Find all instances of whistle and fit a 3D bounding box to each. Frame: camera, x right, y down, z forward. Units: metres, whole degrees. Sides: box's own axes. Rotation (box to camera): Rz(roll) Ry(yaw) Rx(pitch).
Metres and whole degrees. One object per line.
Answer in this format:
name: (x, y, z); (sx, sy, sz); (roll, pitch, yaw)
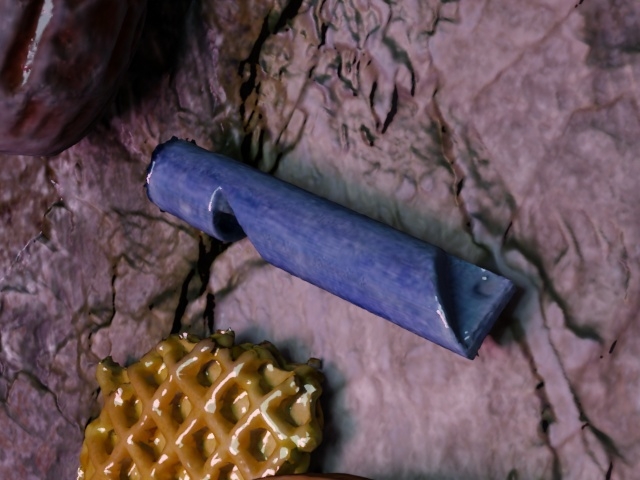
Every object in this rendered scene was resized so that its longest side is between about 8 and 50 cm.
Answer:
whistle: (0.000, 0.000, 1.260); (0.304, 0.062, 0.062); (25, 99, 39)

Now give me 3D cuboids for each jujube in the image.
jujube: (-0.237, -0.222, 1.391); (0.246, 0.215, 0.308); (20, 100, 63)

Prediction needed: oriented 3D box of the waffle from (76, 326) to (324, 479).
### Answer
waffle: (-0.092, 0.187, 1.313); (0.245, 0.052, 0.254); (0, 84, 40)

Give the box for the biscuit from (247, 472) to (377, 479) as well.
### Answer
biscuit: (0.008, 0.372, 1.160); (0.349, 0.078, 0.455); (-31, 72, 30)
